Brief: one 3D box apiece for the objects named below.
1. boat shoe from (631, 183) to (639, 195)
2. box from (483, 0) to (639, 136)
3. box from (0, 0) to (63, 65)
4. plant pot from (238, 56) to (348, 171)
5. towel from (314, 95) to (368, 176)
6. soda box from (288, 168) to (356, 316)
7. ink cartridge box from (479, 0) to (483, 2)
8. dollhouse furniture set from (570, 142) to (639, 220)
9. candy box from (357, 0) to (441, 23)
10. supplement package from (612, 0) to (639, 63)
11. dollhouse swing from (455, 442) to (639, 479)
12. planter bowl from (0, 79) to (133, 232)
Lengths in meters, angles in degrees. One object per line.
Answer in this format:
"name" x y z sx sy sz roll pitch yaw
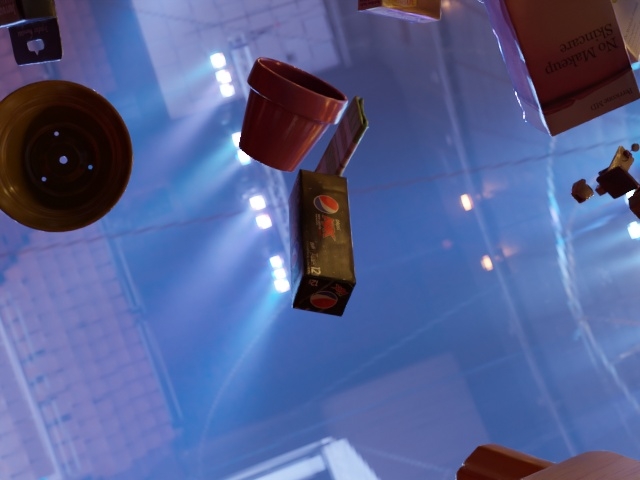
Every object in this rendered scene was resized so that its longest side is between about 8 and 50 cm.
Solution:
"boat shoe" 0.538 -0.086 1.698 0.043 0.137 0.049 53 -42 20
"box" 0.345 -0.291 1.572 0.127 0.148 0.232 -114 180 -71
"box" -0.291 -0.271 0.986 0.136 0.036 0.225 9 -68 56
"plant pot" -0.072 -0.244 2.175 0.180 0.201 0.201 -64 -152 16
"towel" 0.032 -0.130 1.627 0.152 0.023 0.113 -61 -161 27
"soda box" 0.000 0.000 1.168 0.169 0.060 0.053 -93 -162 -45
"ink cartridge box" 0.473 -0.577 2.351 0.261 0.066 0.296 32 -23 9
"dollhouse furniture set" 0.386 -0.059 1.340 0.114 0.081 0.091 44 -36 -9
"candy box" 0.184 -0.654 2.409 0.087 0.183 0.316 2 -90 52
"supplement package" 0.497 -0.446 2.057 0.244 0.139 0.134 39 -31 -28
"dollhouse swing" 0.195 0.402 1.147 0.305 0.315 0.347 6 -84 39
"planter bowl" -0.380 -0.120 1.584 0.090 0.217 0.217 -172 -116 -84
